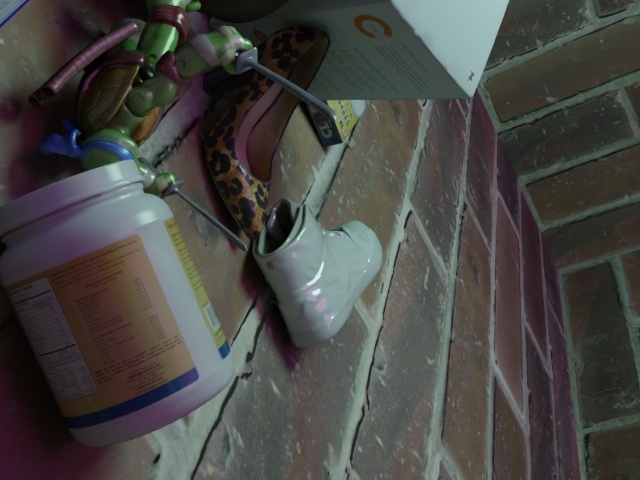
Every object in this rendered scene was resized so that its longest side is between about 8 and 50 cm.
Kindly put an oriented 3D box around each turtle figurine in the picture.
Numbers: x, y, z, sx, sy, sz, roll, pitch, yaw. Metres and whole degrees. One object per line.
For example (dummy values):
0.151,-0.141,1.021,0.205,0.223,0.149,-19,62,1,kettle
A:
-0.139,-0.141,0.778,0.198,0.275,0.266,96,-10,-52,turtle figurine

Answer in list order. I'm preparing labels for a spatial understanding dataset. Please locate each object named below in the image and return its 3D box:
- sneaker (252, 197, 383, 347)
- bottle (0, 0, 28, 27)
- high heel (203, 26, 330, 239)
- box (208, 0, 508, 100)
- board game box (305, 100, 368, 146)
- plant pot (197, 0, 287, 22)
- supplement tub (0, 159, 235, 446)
0.000,0.000,1.065,0.169,0.108,0.292,65,25,-19,sneaker
-0.282,-0.151,0.476,0.118,0.092,0.283,36,62,-6,bottle
-0.054,-0.144,0.961,0.093,0.186,0.261,23,52,-59,high heel
0.048,-0.323,1.061,0.215,0.345,0.168,35,72,-44,box
0.006,-0.312,1.335,0.243,0.042,0.165,67,31,-26,board game box
-0.170,-0.439,0.846,0.280,0.323,0.323,2,70,-48,plant pot
-0.169,0.049,0.614,0.199,0.144,0.144,68,24,-5,supplement tub
